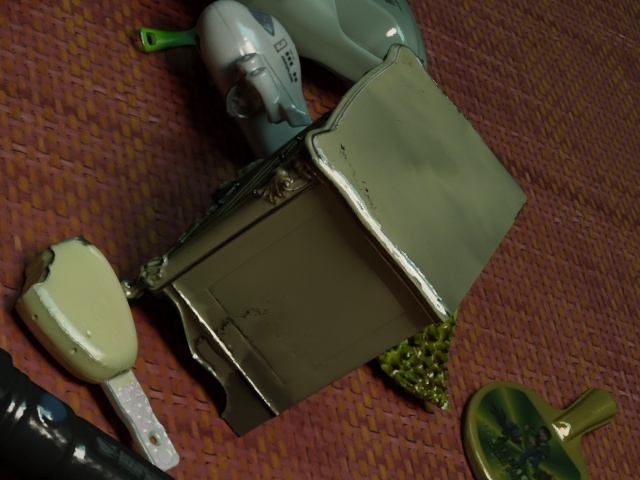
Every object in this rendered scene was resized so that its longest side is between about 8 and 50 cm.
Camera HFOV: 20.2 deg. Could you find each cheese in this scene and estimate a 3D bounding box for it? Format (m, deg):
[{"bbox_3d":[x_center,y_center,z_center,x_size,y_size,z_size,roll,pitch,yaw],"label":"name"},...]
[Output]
[{"bbox_3d":[-0.215,0.118,1.785,0.127,0.050,0.255,-18,75,-55],"label":"cheese"}]

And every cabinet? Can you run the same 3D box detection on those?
[{"bbox_3d":[0.000,0.000,1.912,0.227,0.318,0.290,51,35,-8],"label":"cabinet"}]

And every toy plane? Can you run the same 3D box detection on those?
[{"bbox_3d":[-0.064,-0.176,2.134,0.252,0.118,0.252,57,-2,4],"label":"toy plane"}]

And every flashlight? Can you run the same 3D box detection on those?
[{"bbox_3d":[-0.237,0.196,1.649,0.424,0.103,0.103,37,37,-25],"label":"flashlight"}]

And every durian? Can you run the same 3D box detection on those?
[{"bbox_3d":[0.095,0.035,2.202,0.169,0.158,0.352,82,4,-52],"label":"durian"}]

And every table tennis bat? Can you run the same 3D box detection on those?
[{"bbox_3d":[0.287,0.255,2.282,0.321,0.050,0.198,-22,76,-51],"label":"table tennis bat"}]

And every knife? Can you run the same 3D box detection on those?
[{"bbox_3d":[-0.169,-0.243,2.181,0.166,0.022,0.078,-15,85,-54],"label":"knife"}]

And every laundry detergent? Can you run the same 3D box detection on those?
[{"bbox_3d":[-0.032,-0.311,2.240,0.398,0.125,0.264,15,39,-57],"label":"laundry detergent"}]
